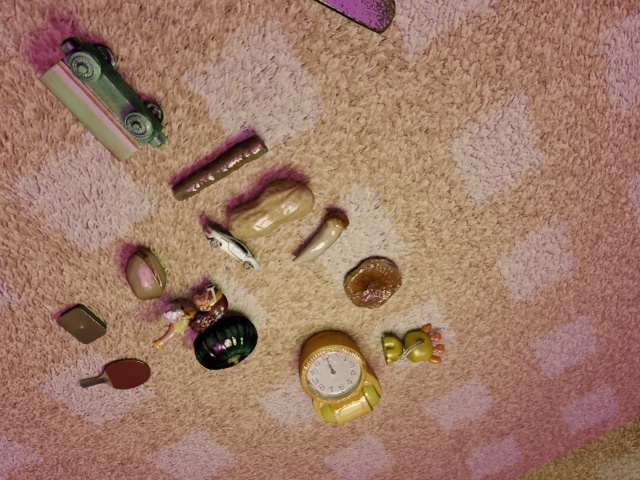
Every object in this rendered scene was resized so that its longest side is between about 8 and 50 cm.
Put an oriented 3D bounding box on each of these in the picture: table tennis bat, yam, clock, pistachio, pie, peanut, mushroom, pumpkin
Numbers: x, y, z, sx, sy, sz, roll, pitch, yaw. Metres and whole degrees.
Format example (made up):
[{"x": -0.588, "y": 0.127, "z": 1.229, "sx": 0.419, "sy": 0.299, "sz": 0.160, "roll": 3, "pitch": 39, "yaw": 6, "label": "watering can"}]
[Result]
[{"x": -0.676, "y": 0.451, "z": 1.449, "sx": 0.221, "sy": 0.019, "sz": 0.130, "roll": -12, "pitch": 121, "yaw": -7, "label": "table tennis bat"}, {"x": -0.266, "y": -0.188, "z": 1.152, "sx": 0.274, "sy": 0.061, "sz": 0.061, "roll": -30, "pitch": 120, "yaw": 7, "label": "yam"}, {"x": 0.054, "y": 0.463, "z": 1.515, "sx": 0.244, "sy": 0.200, "sz": 0.317, "roll": -27, "pitch": 112, "yaw": 0, "label": "clock"}, {"x": -0.493, "y": 0.097, "z": 1.236, "sx": 0.113, "sy": 0.113, "sz": 0.149, "roll": -11, "pitch": 122, "yaw": -5, "label": "pistachio"}, {"x": 0.166, "y": 0.140, "z": 1.433, "sx": 0.195, "sy": 0.046, "sz": 0.195, "roll": -4, "pitch": 119, "yaw": -8, "label": "pie"}, {"x": -0.140, "y": -0.086, "z": 1.205, "sx": 0.257, "sy": 0.123, "sz": 0.123, "roll": -23, "pitch": 121, "yaw": 6, "label": "peanut"}, {"x": 0.000, "y": 0.000, "z": 1.304, "sx": 0.071, "sy": 0.084, "sz": 0.209, "roll": 41, "pitch": 109, "yaw": -6, "label": "mushroom"}, {"x": -0.293, "y": 0.325, "z": 1.371, "sx": 0.202, "sy": 0.140, "sz": 0.202, "roll": -22, "pitch": 148, "yaw": -14, "label": "pumpkin"}]

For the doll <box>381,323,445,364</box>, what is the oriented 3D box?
[{"x": 0.328, "y": 0.376, "z": 1.558, "sx": 0.221, "sy": 0.142, "sz": 0.135, "roll": -7, "pitch": 148, "yaw": -1, "label": "doll"}]

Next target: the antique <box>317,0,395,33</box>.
[{"x": 0.066, "y": -0.556, "z": 1.003, "sx": 0.221, "sy": 0.080, "sz": 0.081, "roll": 19, "pitch": 115, "yaw": -22, "label": "antique"}]

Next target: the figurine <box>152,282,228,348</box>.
[{"x": -0.388, "y": 0.225, "z": 1.294, "sx": 0.240, "sy": 0.175, "sz": 0.115, "roll": -28, "pitch": 98, "yaw": -18, "label": "figurine"}]

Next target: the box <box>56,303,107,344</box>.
[{"x": -0.716, "y": 0.252, "z": 1.322, "sx": 0.091, "sy": 0.031, "sz": 0.126, "roll": -31, "pitch": 121, "yaw": 6, "label": "box"}]

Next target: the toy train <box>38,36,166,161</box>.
[{"x": -0.498, "y": -0.313, "z": 1.011, "sx": 0.177, "sy": 0.116, "sz": 0.285, "roll": -27, "pitch": 122, "yaw": 18, "label": "toy train"}]

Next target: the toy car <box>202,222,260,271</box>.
[{"x": -0.251, "y": 0.021, "z": 1.254, "sx": 0.205, "sy": 0.095, "sz": 0.056, "roll": 37, "pitch": 88, "yaw": -27, "label": "toy car"}]
